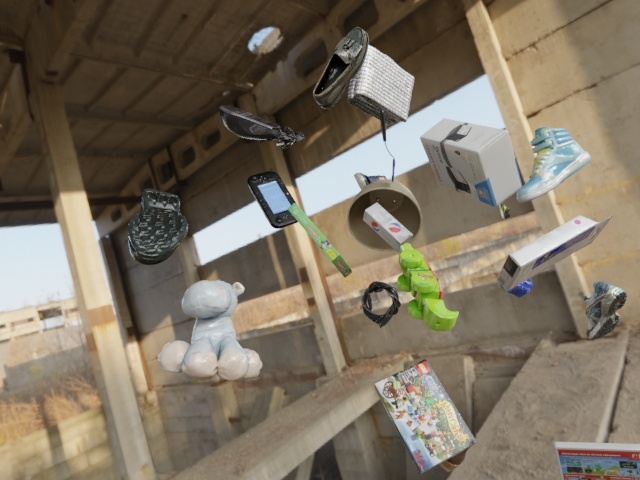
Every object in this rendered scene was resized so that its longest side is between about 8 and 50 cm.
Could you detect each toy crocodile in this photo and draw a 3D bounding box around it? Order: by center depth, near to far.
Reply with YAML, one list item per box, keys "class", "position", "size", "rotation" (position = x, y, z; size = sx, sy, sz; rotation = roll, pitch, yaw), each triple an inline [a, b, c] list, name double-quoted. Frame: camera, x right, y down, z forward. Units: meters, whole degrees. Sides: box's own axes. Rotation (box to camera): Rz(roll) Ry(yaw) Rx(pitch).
- class: "toy crocodile"
  position: [0.283, 0.116, 1.175]
  size: [0.105, 0.115, 0.341]
  rotation: [-2, 27, -3]

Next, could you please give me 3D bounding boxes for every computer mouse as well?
- class: "computer mouse"
  position: [-0.197, -0.342, 1.312]
  size: [0.271, 0.072, 0.188]
  rotation: [23, 22, 4]

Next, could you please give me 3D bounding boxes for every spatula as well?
- class: "spatula"
  position: [0.276, -0.384, 1.716]
  size: [0.030, 0.297, 0.084]
  rotation: [-13, 18, 9]

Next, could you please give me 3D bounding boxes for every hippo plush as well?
- class: "hippo plush"
  position: [-0.254, 0.223, 1.098]
  size: [0.234, 0.237, 0.294]
  rotation: [5, -11, 11]

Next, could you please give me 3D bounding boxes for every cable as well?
- class: "cable"
  position: [0.226, 0.226, 1.575]
  size: [0.047, 0.151, 0.185]
  rotation: [-7, -43, -37]

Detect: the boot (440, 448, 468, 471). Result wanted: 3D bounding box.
- class: "boot"
  position: [0.452, 0.751, 1.629]
  size: [0.090, 0.248, 0.207]
  rotation: [-23, -41, -47]

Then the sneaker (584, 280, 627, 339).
- class: "sneaker"
  position: [1.134, 0.281, 1.709]
  size: [0.109, 0.283, 0.122]
  rotation: [-14, 36, -15]

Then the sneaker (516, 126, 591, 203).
- class: "sneaker"
  position: [0.809, -0.290, 1.553]
  size: [0.318, 0.208, 0.127]
  rotation: [-35, -2, -10]

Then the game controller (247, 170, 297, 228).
- class: "game controller"
  position: [-0.215, -0.195, 1.978]
  size: [0.166, 0.319, 0.067]
  rotation: [-24, -23, -19]

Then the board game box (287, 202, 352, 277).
- class: "board game box"
  position: [0.000, 0.000, 1.761]
  size: [0.046, 0.317, 0.213]
  rotation: [-40, -29, 0]

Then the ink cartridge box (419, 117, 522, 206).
- class: "ink cartridge box"
  position: [0.510, -0.276, 1.451]
  size: [0.129, 0.223, 0.307]
  rotation: [-37, 32, -6]

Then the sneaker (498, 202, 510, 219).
- class: "sneaker"
  position: [0.702, -0.122, 1.609]
  size: [0.035, 0.084, 0.031]
  rotation: [-13, -9, 22]

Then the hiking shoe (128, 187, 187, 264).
- class: "hiking shoe"
  position: [-0.355, -0.007, 0.922]
  size: [0.113, 0.132, 0.304]
  rotation: [11, 21, -19]

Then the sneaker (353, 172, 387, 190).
- class: "sneaker"
  position: [0.282, -0.303, 2.231]
  size: [0.148, 0.131, 0.350]
  rotation: [-26, -12, 12]

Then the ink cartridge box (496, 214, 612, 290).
- class: "ink cartridge box"
  position: [0.772, 0.028, 1.402]
  size: [0.370, 0.069, 0.176]
  rotation: [-25, -32, -8]

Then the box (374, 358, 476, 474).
- class: "box"
  position: [0.264, 0.447, 1.089]
  size: [0.159, 0.233, 0.044]
  rotation: [-24, -34, -9]

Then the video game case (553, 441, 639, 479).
- class: "video game case"
  position: [0.773, 0.681, 1.142]
  size: [0.203, 0.286, 0.025]
  rotation: [-12, 9, 27]

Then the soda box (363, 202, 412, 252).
- class: "soda box"
  position: [0.277, -0.056, 1.743]
  size: [0.073, 0.216, 0.069]
  rotation: [-33, -27, -23]

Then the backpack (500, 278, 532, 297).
- class: "backpack"
  position: [0.848, 0.183, 1.836]
  size: [0.098, 0.120, 0.101]
  rotation: [-53, 13, 38]

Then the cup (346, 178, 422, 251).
- class: "cup"
  position: [0.297, -0.152, 1.942]
  size: [0.330, 0.331, 0.237]
  rotation: [-20, 30, 24]

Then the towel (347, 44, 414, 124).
- class: "towel"
  position: [0.250, -0.640, 1.765]
  size: [0.283, 0.235, 0.121]
  rotation: [19, -14, -32]

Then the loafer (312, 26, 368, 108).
- class: "loafer"
  position: [0.063, -0.548, 1.323]
  size: [0.268, 0.096, 0.084]
  rotation: [-61, -24, 9]
